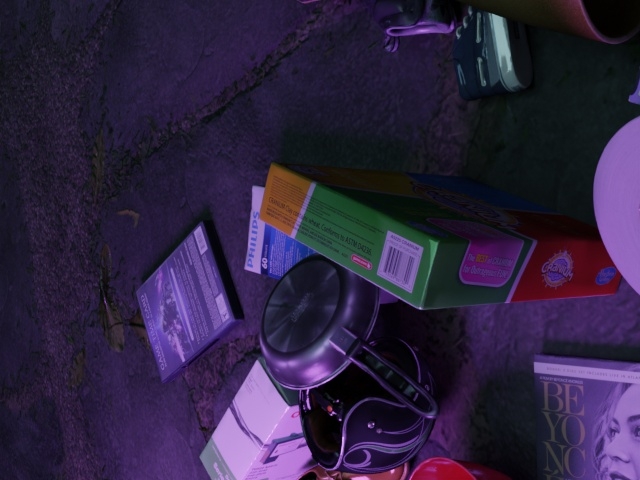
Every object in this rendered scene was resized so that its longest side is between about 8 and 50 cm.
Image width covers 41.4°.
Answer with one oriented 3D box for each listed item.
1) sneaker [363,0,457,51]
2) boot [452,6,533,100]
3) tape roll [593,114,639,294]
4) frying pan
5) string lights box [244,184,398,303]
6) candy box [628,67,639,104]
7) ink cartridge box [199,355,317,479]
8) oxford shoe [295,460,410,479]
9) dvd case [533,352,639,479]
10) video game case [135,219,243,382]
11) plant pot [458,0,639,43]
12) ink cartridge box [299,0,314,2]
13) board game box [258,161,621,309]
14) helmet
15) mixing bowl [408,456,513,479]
[{"bbox_3d":[0.144,-0.343,1.034,0.268,0.101,0.153,-36,65,49],"label":"sneaker"},{"bbox_3d":[0.191,-0.263,0.998,0.086,0.069,0.190,-8,85,43],"label":"boot"},{"bbox_3d":[0.355,-0.025,0.753,0.219,0.072,0.219,39,143,38],"label":"tape roll"},{"bbox_3d":[0.006,0.133,1.032,0.197,0.053,0.326,-41,38,17],"label":"frying pan"},{"bbox_3d":[0.000,0.000,1.215,0.259,0.076,0.134,14,101,48],"label":"string lights box"},{"bbox_3d":[0.397,-0.196,0.765,0.164,0.070,0.196,32,115,44],"label":"candy box"},{"bbox_3d":[-0.052,0.261,1.215,0.093,0.160,0.219,53,128,32],"label":"ink cartridge box"},{"bbox_3d":[0.040,0.331,1.178,0.212,0.076,0.076,-35,63,41],"label":"oxford shoe"},{"bbox_3d":[0.306,0.238,0.916,0.164,0.018,0.222,-2,89,49],"label":"dvd case"},{"bbox_3d":[-0.245,0.116,1.536,0.274,0.026,0.196,-42,61,42],"label":"video game case"},{"bbox_3d":[0.190,-0.326,0.846,0.254,0.237,0.237,16,102,38],"label":"plant pot"},{"bbox_3d":[0.015,-0.439,1.102,0.235,0.088,0.193,-68,23,4],"label":"ink cartridge box"},{"bbox_3d":[0.133,-0.010,0.884,0.242,0.316,0.064,28,111,44],"label":"board game box"},{"bbox_3d":[0.069,0.210,1.078,0.169,0.161,0.170,25,119,59],"label":"helmet"},{"bbox_3d":[0.187,0.334,0.981,0.181,0.098,0.182,7,98,59],"label":"mixing bowl"}]
